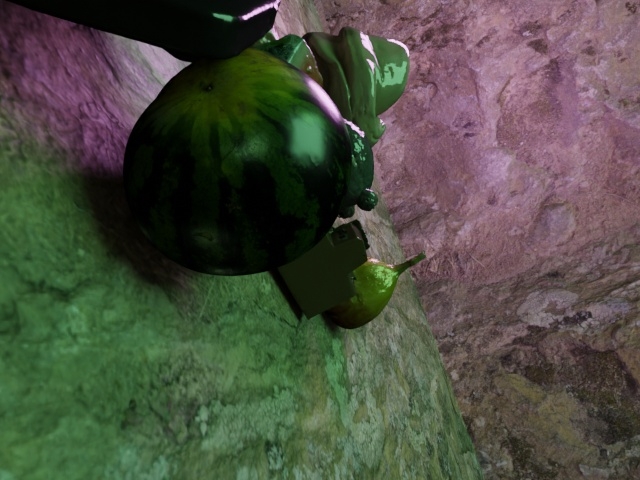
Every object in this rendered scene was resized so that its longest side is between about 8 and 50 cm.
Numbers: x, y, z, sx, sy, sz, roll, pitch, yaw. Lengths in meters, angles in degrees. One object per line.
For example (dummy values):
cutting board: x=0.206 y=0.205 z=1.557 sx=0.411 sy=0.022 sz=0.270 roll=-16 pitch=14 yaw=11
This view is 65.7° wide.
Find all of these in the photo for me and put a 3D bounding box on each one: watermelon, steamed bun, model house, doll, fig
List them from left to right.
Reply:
watermelon: x=-0.091 y=-0.089 z=0.581 sx=0.269 sy=0.269 sz=0.269 roll=58 pitch=18 yaw=-33
watermelon: x=-0.073 y=-0.283 z=1.045 sx=0.257 sy=0.193 sz=0.139 roll=44 pitch=28 yaw=-59
doll: x=-0.018 y=-0.127 z=1.000 sx=0.158 sy=0.340 sz=0.245 roll=-45 pitch=109 yaw=-26
model house: x=0.000 y=0.000 z=0.996 sx=0.180 sy=0.176 sz=0.248 roll=62 pitch=6 yaw=-24
steamed bun: x=0.012 y=-0.382 z=1.259 sx=0.255 sy=0.368 sz=0.342 roll=25 pitch=74 yaw=-34
fig: x=0.121 y=0.088 z=1.104 sx=0.159 sy=0.257 sz=0.159 roll=61 pitch=1 yaw=-2

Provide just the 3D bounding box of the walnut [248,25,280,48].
walnut: x=-0.154 y=-0.422 z=1.066 sx=0.162 sy=0.140 sz=0.140 roll=44 pitch=27 yaw=-33

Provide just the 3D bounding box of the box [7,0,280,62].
box: x=-0.196 y=-0.273 z=0.525 sx=0.290 sy=0.289 sz=0.073 roll=-82 pitch=-169 yaw=-60
